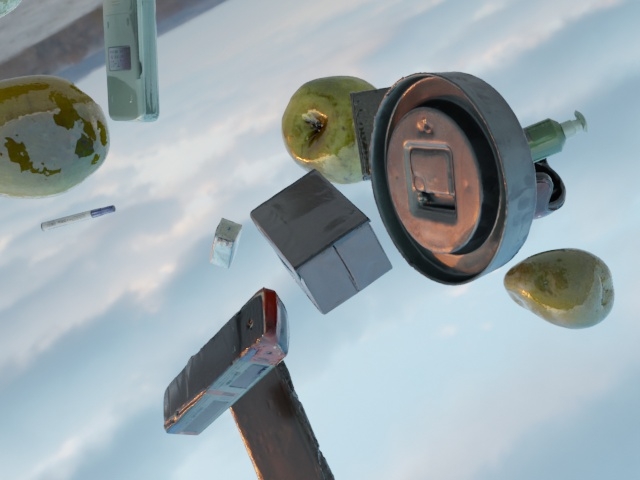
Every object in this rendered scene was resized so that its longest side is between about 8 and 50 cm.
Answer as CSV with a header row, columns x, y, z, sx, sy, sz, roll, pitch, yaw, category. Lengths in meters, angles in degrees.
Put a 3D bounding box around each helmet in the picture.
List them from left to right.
x,y,z,sx,sy,sz,roll,pitch,yaw,category
0.499,-0.148,1.804,0.193,0.216,0.189,-47,-157,45,helmet

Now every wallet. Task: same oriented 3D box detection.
x,y,z,sx,sy,sz,roll,pitch,yaw,category
-0.076,0.373,1.365,0.165,0.309,0.042,-39,154,27,wallet

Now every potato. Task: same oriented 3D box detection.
x,y,z,sx,sy,sz,roll,pitch,yaw,category
0.447,0.087,1.398,0.194,0.157,0.157,2,-145,42,potato

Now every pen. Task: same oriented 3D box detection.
x,y,z,sx,sy,sz,roll,pitch,yaw,category
-0.628,-0.059,1.914,0.204,0.025,0.025,-14,-158,8,pen

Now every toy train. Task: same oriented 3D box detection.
x,y,z,sx,sy,sz,roll,pitch,yaw,category
-0.146,0.204,1.175,0.409,0.089,0.086,-46,-141,45,toy train

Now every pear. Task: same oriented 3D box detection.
x,y,z,sx,sy,sz,roll,pitch,yaw,category
0.061,-0.301,1.992,0.304,0.304,0.304,-25,-160,10,pear

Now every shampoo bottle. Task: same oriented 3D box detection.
x,y,z,sx,sy,sz,roll,pitch,yaw,category
0.330,-0.153,1.195,0.205,0.065,0.065,-21,-159,13,shampoo bottle

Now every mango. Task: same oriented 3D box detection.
x,y,z,sx,sy,sz,roll,pitch,yaw,category
-0.590,-0.203,1.454,0.182,0.252,0.365,25,-160,34,mango

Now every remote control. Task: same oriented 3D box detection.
x,y,z,sx,sy,sz,roll,pitch,yaw,category
-0.350,-0.367,1.358,0.056,0.296,0.140,-10,-166,-44,remote control

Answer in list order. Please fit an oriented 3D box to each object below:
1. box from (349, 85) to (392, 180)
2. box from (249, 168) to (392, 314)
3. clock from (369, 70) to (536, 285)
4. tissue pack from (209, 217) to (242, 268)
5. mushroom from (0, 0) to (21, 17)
x,y,z,sx,sy,sz,roll,pitch,yaw,category
0.147,-0.223,1.534,0.143,0.184,0.273,-10,-177,6,box
0.000,0.000,1.507,0.188,0.153,0.252,-35,-144,-9,box
0.185,-0.093,1.095,0.066,0.318,0.319,-16,-167,-27,clock
-0.223,0.008,1.730,0.059,0.094,0.074,17,-140,-1,tissue pack
-0.638,-0.439,1.235,0.164,0.267,0.189,-50,-147,42,mushroom
